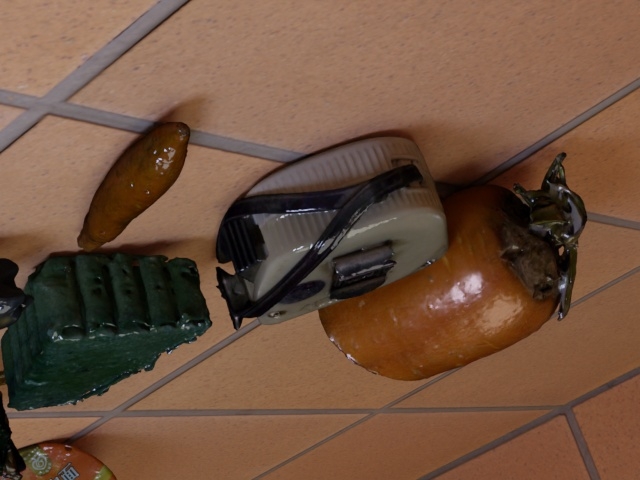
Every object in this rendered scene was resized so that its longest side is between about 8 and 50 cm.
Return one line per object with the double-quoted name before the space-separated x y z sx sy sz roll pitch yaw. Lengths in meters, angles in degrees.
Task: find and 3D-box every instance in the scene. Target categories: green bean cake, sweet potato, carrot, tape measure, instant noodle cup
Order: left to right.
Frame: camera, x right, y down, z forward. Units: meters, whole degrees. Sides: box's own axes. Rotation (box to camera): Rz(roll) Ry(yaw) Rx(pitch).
"instant noodle cup" -0.398 0.425 2.182 0.230 0.230 0.182 -16 169 -11
"green bean cake" -0.243 0.102 1.611 0.193 0.107 0.208 -4 149 -31
"sweet potato" -0.185 -0.047 1.398 0.057 0.057 0.264 -5 159 -36
"tape measure" 0.000 0.000 1.582 0.271 0.133 0.231 -18 160 1
"carrot" 0.186 0.041 1.756 0.331 0.193 0.214 -33 138 30

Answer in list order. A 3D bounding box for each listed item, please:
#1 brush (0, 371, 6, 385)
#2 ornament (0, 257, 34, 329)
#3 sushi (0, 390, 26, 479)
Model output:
"brush" -0.476 0.189 1.785 0.218 0.010 0.082 -14 158 -21
"ornament" -0.399 0.111 1.475 0.202 0.080 0.236 1 136 -19
"sushi" -0.437 0.204 1.667 0.149 0.140 0.287 -30 154 16
